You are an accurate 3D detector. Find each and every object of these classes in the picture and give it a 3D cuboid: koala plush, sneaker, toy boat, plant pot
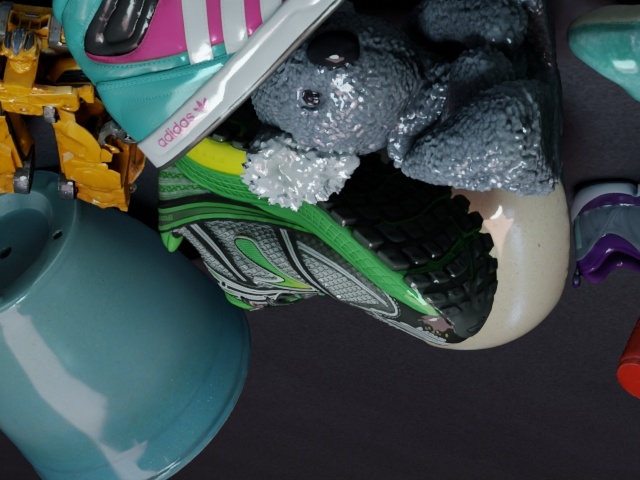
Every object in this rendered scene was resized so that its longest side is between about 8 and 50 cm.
[{"bbox_3d":[0.051,-0.108,1.098,0.221,0.196,0.203,-4,166,14],"label":"koala plush"},{"bbox_3d":[0.331,-0.001,1.389,0.223,0.098,0.083,-4,157,24],"label":"sneaker"},{"bbox_3d":[-0.065,-0.200,0.994,0.178,0.124,0.295,44,113,-9],"label":"sneaker"},{"bbox_3d":[0.185,0.011,1.329,0.318,0.148,0.267,28,144,16],"label":"toy boat"},{"bbox_3d":[-0.247,0.078,1.550,0.271,0.272,0.255,-7,141,30],"label":"plant pot"},{"bbox_3d":[0.000,0.000,1.240,0.134,0.146,0.343,-12,-150,-41],"label":"sneaker"}]

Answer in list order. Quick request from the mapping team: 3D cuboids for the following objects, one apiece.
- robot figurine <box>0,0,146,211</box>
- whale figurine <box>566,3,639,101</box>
[{"bbox_3d":[-0.232,-0.109,1.296,0.211,0.085,0.291,7,159,-2],"label":"robot figurine"},{"bbox_3d":[0.295,-0.127,1.033,0.272,0.141,0.216,-13,151,40],"label":"whale figurine"}]
